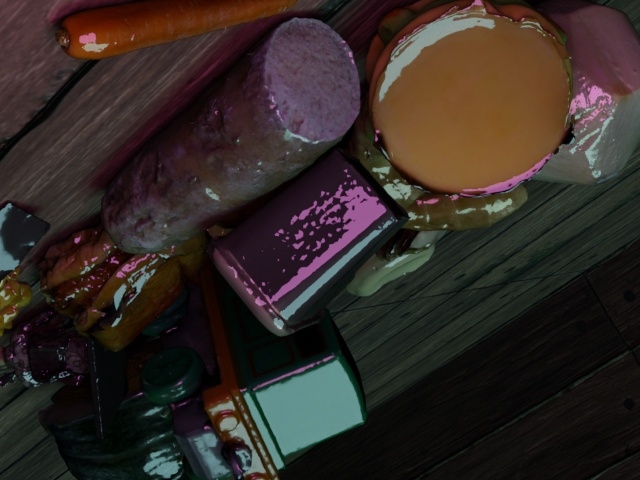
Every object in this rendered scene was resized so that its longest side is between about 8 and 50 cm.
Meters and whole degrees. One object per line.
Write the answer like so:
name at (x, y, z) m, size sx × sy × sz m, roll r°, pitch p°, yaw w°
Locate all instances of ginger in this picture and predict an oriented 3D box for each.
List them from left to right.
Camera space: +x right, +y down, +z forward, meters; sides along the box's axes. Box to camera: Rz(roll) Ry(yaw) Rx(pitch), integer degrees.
ginger at (0.059, -0.065, 1.615) m, size 0.348 × 0.122 × 0.363 m, roll -24°, pitch 156°, yaw 18°

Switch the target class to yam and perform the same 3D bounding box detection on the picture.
yam at (-0.106, -0.089, 1.290) m, size 0.330 × 0.133 × 0.133 m, roll -33°, pitch 164°, yaw 31°

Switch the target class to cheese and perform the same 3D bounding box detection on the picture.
cheese at (0.131, 0.008, 2.089) m, size 0.163 × 0.071 × 0.249 m, roll -21°, pitch 164°, yaw -27°

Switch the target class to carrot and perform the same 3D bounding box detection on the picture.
carrot at (-0.116, -0.194, 1.085) m, size 0.248 × 0.043 × 0.043 m, roll -20°, pitch 163°, yaw -36°

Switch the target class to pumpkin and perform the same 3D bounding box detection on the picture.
pumpkin at (-0.265, 0.284, 1.878) m, size 0.263 × 0.197 × 0.293 m, roll -22°, pitch -170°, yaw 2°

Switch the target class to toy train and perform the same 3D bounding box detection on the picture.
toy train at (-0.091, 0.145, 1.584) m, size 0.249 × 0.429 × 0.178 m, roll -21°, pitch 123°, yaw 1°

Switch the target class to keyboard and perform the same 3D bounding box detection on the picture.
keyboard at (-0.374, 0.040, 1.327) m, size 0.196 × 0.015 × 0.074 m, roll -46°, pitch 141°, yaw 5°

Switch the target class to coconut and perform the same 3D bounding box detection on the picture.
coconut at (0.306, -0.173, 1.532) m, size 0.241 × 0.241 × 0.241 m, roll -26°, pitch 164°, yaw -8°

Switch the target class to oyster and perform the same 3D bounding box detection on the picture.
oyster at (0.214, -0.089, 1.888) m, size 0.221 × 0.096 × 0.361 m, roll -20°, pitch 163°, yaw -44°

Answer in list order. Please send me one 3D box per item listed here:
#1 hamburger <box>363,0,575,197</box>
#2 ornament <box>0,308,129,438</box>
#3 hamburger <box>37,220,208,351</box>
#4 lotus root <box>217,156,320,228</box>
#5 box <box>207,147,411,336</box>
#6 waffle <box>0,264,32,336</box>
hamburger at (0.151, -0.170, 1.344) m, size 0.237 × 0.237 × 0.149 m, roll -33°, pitch -156°, yaw 15°
ornament at (-0.369, 0.153, 1.655) m, size 0.196 × 0.166 × 0.153 m, roll -1°, pitch -162°, yaw 3°
hamburger at (-0.223, 0.046, 1.504) m, size 0.206 × 0.130 × 0.183 m, roll -28°, pitch 167°, yaw -9°
lotus root at (-0.061, -0.085, 1.433) m, size 0.190 × 0.094 × 0.108 m, roll -29°, pitch -162°, yaw -3°
box at (0.000, 0.000, 1.384) m, size 0.178 × 0.138 × 0.274 m, roll -41°, pitch 177°, yaw 7°
waffle at (-0.461, 0.106, 1.422) m, size 0.291 × 0.051 × 0.291 m, roll -27°, pitch 161°, yaw -10°
